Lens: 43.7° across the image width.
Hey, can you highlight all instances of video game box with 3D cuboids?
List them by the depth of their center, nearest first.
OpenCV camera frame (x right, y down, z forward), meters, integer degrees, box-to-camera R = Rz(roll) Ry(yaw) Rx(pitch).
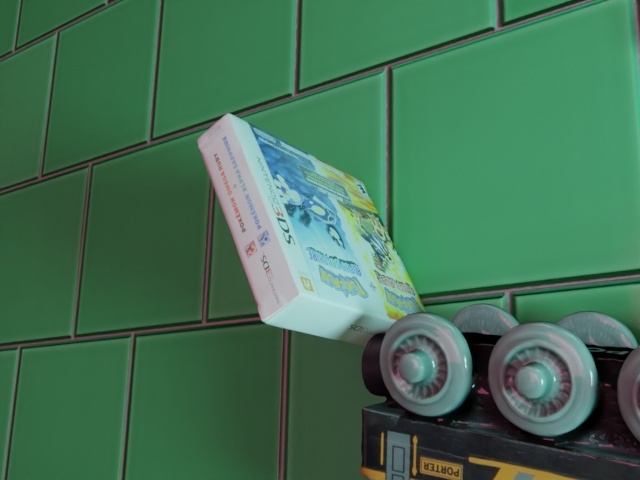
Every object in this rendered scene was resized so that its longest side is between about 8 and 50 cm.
[{"bbox_3d":[0.000,0.000,0.696,0.048,0.205,0.187,-36,58,25],"label":"video game box"}]

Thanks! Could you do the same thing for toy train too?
[{"bbox_3d":[0.174,0.148,0.569,0.334,0.142,0.190,2,92,37],"label":"toy train"}]
